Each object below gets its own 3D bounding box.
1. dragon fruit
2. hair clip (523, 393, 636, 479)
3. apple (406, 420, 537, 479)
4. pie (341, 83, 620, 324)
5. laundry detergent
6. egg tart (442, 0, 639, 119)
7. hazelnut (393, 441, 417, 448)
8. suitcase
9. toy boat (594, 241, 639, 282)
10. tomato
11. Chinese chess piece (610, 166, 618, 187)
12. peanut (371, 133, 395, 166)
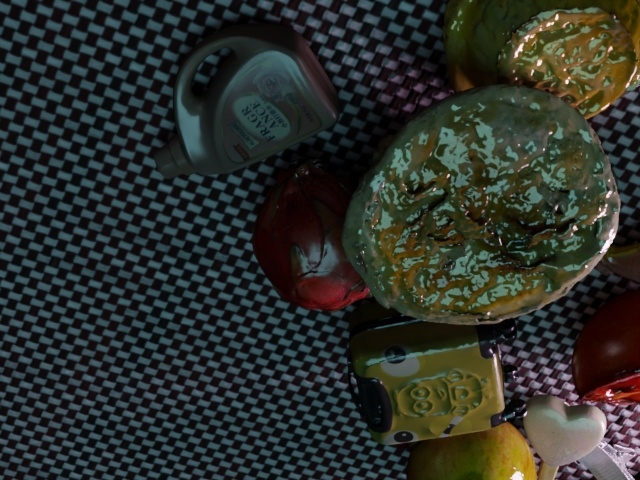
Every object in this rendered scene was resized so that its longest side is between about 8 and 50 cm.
[{"bbox_3d":[0.000,0.000,1.747,0.172,0.172,0.209,-29,114,19],"label":"dragon fruit"},{"bbox_3d":[0.378,0.309,2.071,0.218,0.071,0.159,39,120,-23],"label":"hair clip"},{"bbox_3d":[0.223,0.352,2.024,0.196,0.196,0.196,-1,128,-2],"label":"apple"},{"bbox_3d":[0.187,-0.030,1.629,0.339,0.077,0.339,-3,121,-4],"label":"pie"},{"bbox_3d":[-0.113,-0.168,1.667,0.237,0.076,0.171,-22,125,17],"label":"laundry detergent"},{"bbox_3d":[0.275,-0.230,1.614,0.288,0.118,0.288,-1,133,-2],"label":"egg tart"},{"bbox_3d":[0.114,0.264,2.015,0.086,0.086,0.086,-1,128,-2],"label":"hazelnut"},{"bbox_3d":[0.153,0.165,1.894,0.234,0.143,0.194,-10,129,4],"label":"suitcase"},{"bbox_3d":[0.512,-0.004,1.815,0.318,0.099,0.141,-23,153,15],"label":"toy boat"},{"bbox_3d":[0.446,0.141,1.894,0.200,0.140,0.233,-20,161,21],"label":"tomato"},{"bbox_3d":[0.343,-0.069,1.788,0.084,0.034,0.084,-1,128,-1],"label":"Chinese chess piece"},{"bbox_3d":[0.147,-0.051,1.734,0.224,0.129,0.129,36,118,-25],"label":"peanut"}]
